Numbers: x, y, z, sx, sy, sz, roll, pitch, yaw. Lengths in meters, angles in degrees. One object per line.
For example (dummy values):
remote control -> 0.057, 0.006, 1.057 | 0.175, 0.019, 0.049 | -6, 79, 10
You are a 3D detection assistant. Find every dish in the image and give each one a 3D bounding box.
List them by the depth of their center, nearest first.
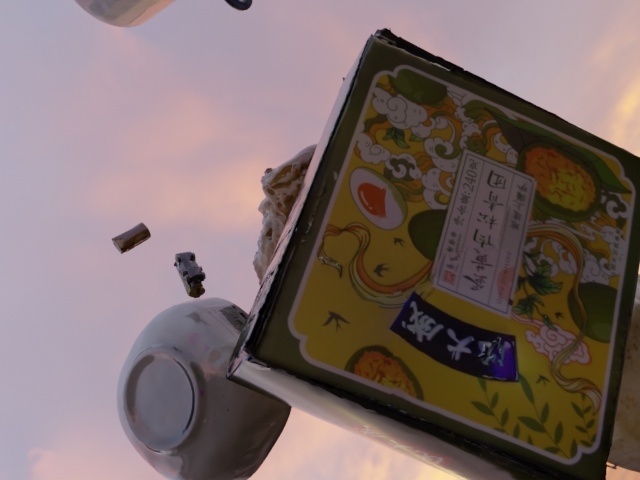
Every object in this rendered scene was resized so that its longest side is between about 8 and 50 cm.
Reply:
dish -> -0.171, 0.201, 1.032 | 0.117, 0.256, 0.256 | 6, -69, -58

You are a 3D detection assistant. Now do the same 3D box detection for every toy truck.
toy truck -> -0.327, 0.085, 1.975 | 0.052, 0.123, 0.063 | -10, -48, -25

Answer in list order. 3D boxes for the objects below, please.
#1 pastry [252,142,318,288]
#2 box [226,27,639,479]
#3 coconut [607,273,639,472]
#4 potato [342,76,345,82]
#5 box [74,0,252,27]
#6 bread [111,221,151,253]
pastry -> 0.000, 0.000, 1.274 | 0.255, 0.162, 0.311 | 3, -97, -47
box -> 0.146, 0.025, 0.860 | 0.138, 0.373, 0.420 | 128, 164, -63
coconut -> 0.444, 0.193, 1.206 | 0.323, 0.323, 0.323 | -46, -27, -32
potato -> 0.171, -0.231, 1.797 | 0.237, 0.300, 0.289 | 102, -176, -48
box -> -0.256, -0.430, 1.191 | 0.291, 0.206, 0.262 | 50, -135, -20
bread -> -0.419, -0.004, 1.756 | 0.083, 0.047, 0.036 | -33, -34, -30
